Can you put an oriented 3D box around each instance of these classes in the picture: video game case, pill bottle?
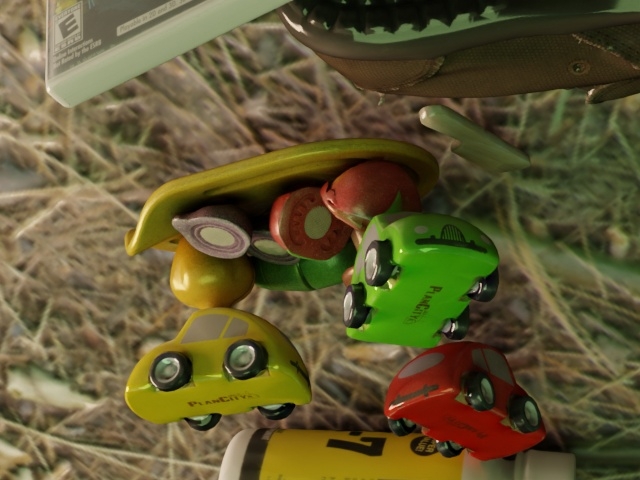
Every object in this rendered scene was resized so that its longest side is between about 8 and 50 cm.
[{"bbox_3d":[-0.050,-0.168,0.740,0.190,0.173,0.022,-23,141,22],"label":"video game case"},{"bbox_3d":[0.049,0.175,0.952,0.208,0.119,0.119,1,121,10],"label":"pill bottle"}]

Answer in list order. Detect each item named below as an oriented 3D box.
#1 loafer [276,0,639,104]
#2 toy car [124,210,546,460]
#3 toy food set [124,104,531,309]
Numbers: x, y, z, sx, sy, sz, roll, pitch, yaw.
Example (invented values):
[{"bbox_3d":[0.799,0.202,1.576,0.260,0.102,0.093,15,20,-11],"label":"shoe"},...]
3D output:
[{"bbox_3d":[0.161,-0.138,0.760,0.365,0.134,0.130,-2,164,6],"label":"loafer"},{"bbox_3d":[0.032,0.041,0.805,0.239,0.053,0.225,8,148,-14],"label":"toy car"},{"bbox_3d":[0.000,0.000,0.846,0.217,0.071,0.128,-15,161,20],"label":"toy food set"}]
